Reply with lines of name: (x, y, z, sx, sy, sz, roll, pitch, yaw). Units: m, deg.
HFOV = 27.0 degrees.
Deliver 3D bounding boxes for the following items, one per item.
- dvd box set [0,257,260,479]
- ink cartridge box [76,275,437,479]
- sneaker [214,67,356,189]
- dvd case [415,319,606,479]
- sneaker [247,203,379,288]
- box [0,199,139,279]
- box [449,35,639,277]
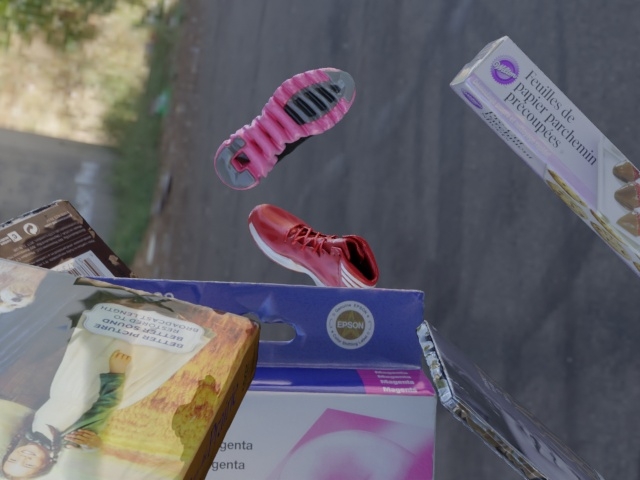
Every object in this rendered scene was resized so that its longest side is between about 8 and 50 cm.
dvd box set: (-0.235, 0.139, 0.841, 0.420, 0.308, 0.062, -63, -15, -61)
ink cartridge box: (-0.064, 0.199, 1.141, 0.071, 0.324, 0.330, 166, 106, -81)
sneaker: (-0.024, -0.084, 0.969, 0.119, 0.047, 0.057, -35, 0, 12)
dvd case: (0.166, 0.161, 1.037, 0.018, 0.221, 0.164, -46, 13, 9)
sneaker: (0.000, 0.000, 1.938, 0.087, 0.221, 0.128, -51, -4, -35)
box: (-0.358, 0.092, 1.668, 0.167, 0.168, 0.203, 46, 131, 13)
box: (0.265, -0.064, 1.313, 0.063, 0.324, 0.067, -47, 9, -6)
